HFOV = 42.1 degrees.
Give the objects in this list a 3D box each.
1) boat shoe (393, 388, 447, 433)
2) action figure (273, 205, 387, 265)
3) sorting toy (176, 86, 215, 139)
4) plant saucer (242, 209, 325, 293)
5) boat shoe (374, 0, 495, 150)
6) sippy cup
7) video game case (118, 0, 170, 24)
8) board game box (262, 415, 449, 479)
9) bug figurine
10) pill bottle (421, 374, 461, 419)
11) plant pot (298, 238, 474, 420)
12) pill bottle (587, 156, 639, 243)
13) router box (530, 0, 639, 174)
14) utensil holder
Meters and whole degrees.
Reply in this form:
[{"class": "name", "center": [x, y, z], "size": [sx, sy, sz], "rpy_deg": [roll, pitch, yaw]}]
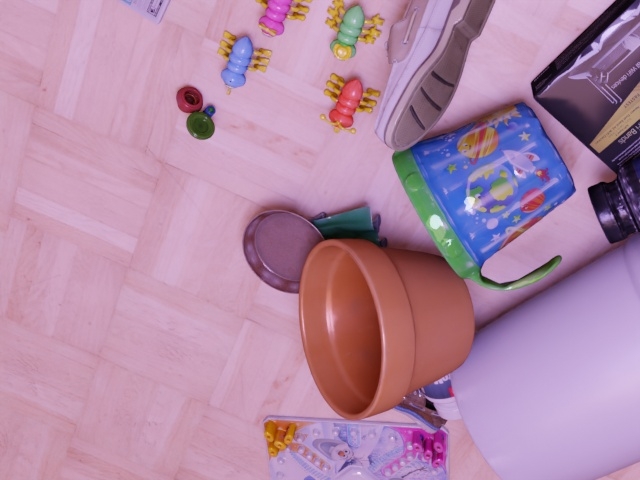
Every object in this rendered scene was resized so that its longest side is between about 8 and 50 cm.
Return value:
[{"class": "boat shoe", "center": [0.180, 0.304, 1.628], "size": [0.183, 0.066, 0.066], "rpy_deg": [36, 115, -21]}, {"class": "action figure", "center": [0.000, 0.000, 1.490], "size": [0.232, 0.063, 0.137], "rpy_deg": [-5, 119, 21]}, {"class": "sorting toy", "center": [-0.214, -0.212, 1.417], "size": [0.042, 0.061, 0.102], "rpy_deg": [-33, 72, 54]}, {"class": "plant saucer", "center": [-0.057, 0.016, 1.471], "size": [0.168, 0.029, 0.169], "rpy_deg": [11, 122, 18]}, {"class": "boat shoe", "center": [0.153, -0.278, 1.233], "size": [0.103, 0.113, 0.302], "rpy_deg": [28, 88, 32]}, {"class": "sippy cup", "center": [0.264, -0.093, 1.305], "size": [0.224, 0.240, 0.305], "rpy_deg": [-31, 124, 13]}, {"class": "video game case", "center": [-0.290, -0.448, 1.323], "size": [0.143, 0.019, 0.157], "rpy_deg": [31, 121, -6]}, {"class": "board game box", "center": [0.080, 0.553, 1.789], "size": [0.389, 0.050, 0.390], "rpy_deg": [1, 119, 11]}, {"class": "bug figurine", "center": [-0.030, -0.294, 1.326], "size": [0.278, 0.072, 0.216], "rpy_deg": [20, 120, 0]}, {"class": "pill bottle", "center": [0.230, 0.241, 1.552], "size": [0.107, 0.108, 0.180], "rpy_deg": [-15, 115, 19]}, {"class": "plant pot", "center": [0.115, 0.132, 1.365], "size": [0.203, 0.291, 0.291], "rpy_deg": [-6, 124, -25]}, {"class": "pill bottle", "center": [0.514, -0.076, 1.217], "size": [0.219, 0.123, 0.123], "rpy_deg": [-24, 112, 22]}, {"class": "router box", "center": [0.511, -0.253, 1.236], "size": [0.243, 0.081, 0.309], "rpy_deg": [39, 118, -12]}, {"class": "utensil holder", "center": [0.455, 0.211, 1.372], "size": [0.385, 0.328, 0.327], "rpy_deg": [-35, 107, 29]}]
